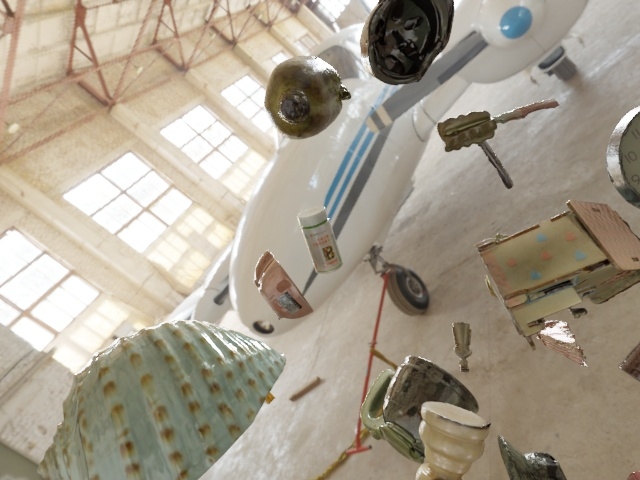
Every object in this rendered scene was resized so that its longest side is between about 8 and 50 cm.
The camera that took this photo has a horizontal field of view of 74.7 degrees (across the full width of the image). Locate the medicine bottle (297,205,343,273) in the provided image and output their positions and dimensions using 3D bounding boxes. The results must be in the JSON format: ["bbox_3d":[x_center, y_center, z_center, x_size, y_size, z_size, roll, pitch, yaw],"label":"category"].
[{"bbox_3d":[0.000,0.000,1.212,0.086,0.183,0.086,-17,20,6],"label":"medicine bottle"}]

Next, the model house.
[{"bbox_3d":[0.431,0.063,0.729,0.244,0.326,0.169,-31,59,14],"label":"model house"}]

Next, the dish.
[{"bbox_3d":[-0.114,0.137,1.141,0.090,0.213,0.213,-36,10,-8],"label":"dish"}]

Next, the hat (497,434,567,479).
[{"bbox_3d":[0.594,0.654,1.142,0.128,0.265,0.265,-16,18,8],"label":"hat"}]

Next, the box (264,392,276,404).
[{"bbox_3d":[-0.247,0.545,1.552,0.033,0.129,0.247,-42,1,-27],"label":"box"}]

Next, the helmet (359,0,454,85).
[{"bbox_3d":[0.233,-0.598,1.212,0.305,0.225,0.177,-57,21,9],"label":"helmet"}]

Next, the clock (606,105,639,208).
[{"bbox_3d":[0.897,-0.215,1.048,0.312,0.312,0.061,-48,-7,7],"label":"clock"}]

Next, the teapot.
[{"bbox_3d":[0.245,0.464,1.180,0.322,0.239,0.239,24,59,40],"label":"teapot"}]

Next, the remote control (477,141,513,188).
[{"bbox_3d":[0.629,-0.277,1.504,0.028,0.212,0.059,-30,11,36],"label":"remote control"}]

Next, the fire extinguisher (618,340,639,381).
[{"bbox_3d":[0.872,0.242,1.057,0.267,0.089,0.072,-54,43,5],"label":"fire extinguisher"}]

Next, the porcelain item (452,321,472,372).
[{"bbox_3d":[0.614,0.463,1.808,0.054,0.084,0.213,79,-164,-59],"label":"porcelain item"}]

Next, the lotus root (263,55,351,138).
[{"bbox_3d":[-0.036,-0.312,0.911,0.173,0.173,0.309,-44,5,28],"label":"lotus root"}]

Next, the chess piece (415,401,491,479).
[{"bbox_3d":[0.254,0.481,0.862,0.143,0.143,0.260,173,111,-74],"label":"chess piece"}]

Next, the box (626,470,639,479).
[{"bbox_3d":[0.560,0.472,0.702,0.060,0.156,0.111,-9,33,-6],"label":"box"}]

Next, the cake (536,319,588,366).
[{"bbox_3d":[0.981,0.401,1.670,0.135,0.098,0.287,-18,13,0],"label":"cake"}]

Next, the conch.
[{"bbox_3d":[-0.215,0.216,0.579,0.319,0.215,0.303,-43,7,-29],"label":"conch"}]

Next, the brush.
[{"bbox_3d":[0.438,-0.297,1.029,0.301,0.084,0.071,-17,-25,1],"label":"brush"}]

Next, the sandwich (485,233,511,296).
[{"bbox_3d":[0.747,0.107,1.507,0.273,0.095,0.249,8,61,32],"label":"sandwich"}]
